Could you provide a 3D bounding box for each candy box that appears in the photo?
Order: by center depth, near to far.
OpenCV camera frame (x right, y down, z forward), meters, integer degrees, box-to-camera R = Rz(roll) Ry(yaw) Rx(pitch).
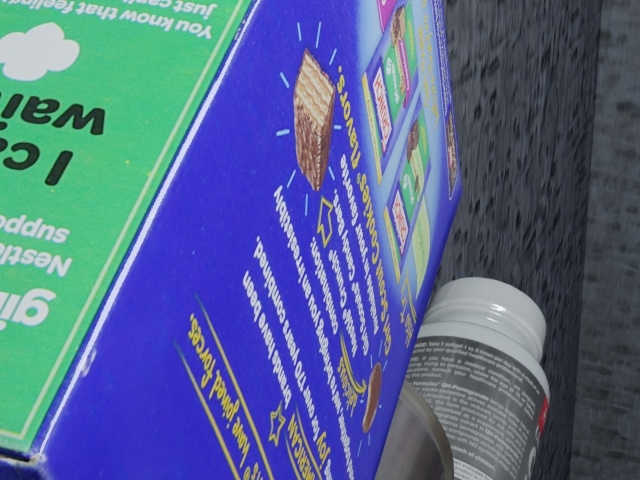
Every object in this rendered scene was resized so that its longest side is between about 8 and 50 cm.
[{"bbox_3d":[-0.047,0.006,0.503,0.268,0.122,0.317,77,25,-49],"label":"candy box"}]

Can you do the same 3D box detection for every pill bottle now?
[{"bbox_3d":[0.131,0.194,1.428,0.176,0.176,0.318,79,25,-45],"label":"pill bottle"}]

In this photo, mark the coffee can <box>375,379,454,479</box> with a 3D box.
[{"bbox_3d":[-0.055,0.210,0.816,0.275,0.201,0.202,-63,154,-45],"label":"coffee can"}]
